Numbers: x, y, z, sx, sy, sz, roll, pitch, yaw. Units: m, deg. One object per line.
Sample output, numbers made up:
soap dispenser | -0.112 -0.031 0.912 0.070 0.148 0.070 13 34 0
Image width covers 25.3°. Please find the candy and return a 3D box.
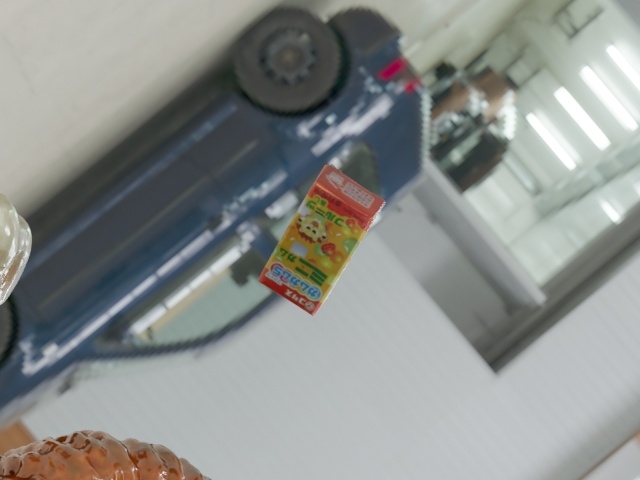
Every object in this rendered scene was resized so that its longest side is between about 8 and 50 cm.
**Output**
candy | 0.000 0.000 1.239 0.122 0.062 0.038 -59 177 31

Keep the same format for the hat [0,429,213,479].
hat | -0.251 0.306 1.282 0.285 0.285 0.400 -39 -163 -34

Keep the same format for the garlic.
garlic | -0.347 0.011 1.452 0.124 0.099 0.174 -44 171 -21
